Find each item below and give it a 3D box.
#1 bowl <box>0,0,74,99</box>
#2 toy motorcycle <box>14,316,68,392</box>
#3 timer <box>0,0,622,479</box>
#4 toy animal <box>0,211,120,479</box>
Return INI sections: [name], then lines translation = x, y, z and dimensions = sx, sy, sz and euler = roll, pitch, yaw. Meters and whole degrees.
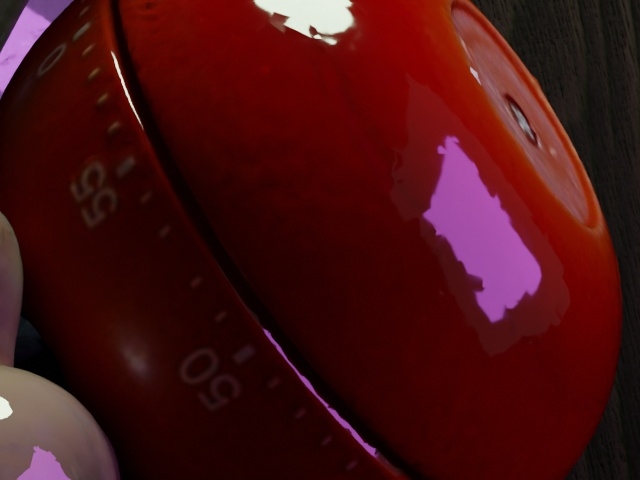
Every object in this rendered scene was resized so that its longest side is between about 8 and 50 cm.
[bowl]
translation = -0.198, -0.239, 1.168
dimensions = 0.196, 0.435, 0.435
euler = 33, 15, -3
[toy motorcycle]
translation = -0.126, 0.031, 1.335
dimensions = 0.416, 0.232, 0.172
euler = -83, 170, -66
[timer]
translation = 0.000, 0.000, 1.070
dimensions = 0.378, 0.279, 0.378
euler = 50, 16, -20
[toy animal]
translation = -0.196, 0.090, 0.891
dimensions = 0.229, 0.210, 0.221
euler = -145, -140, -67
